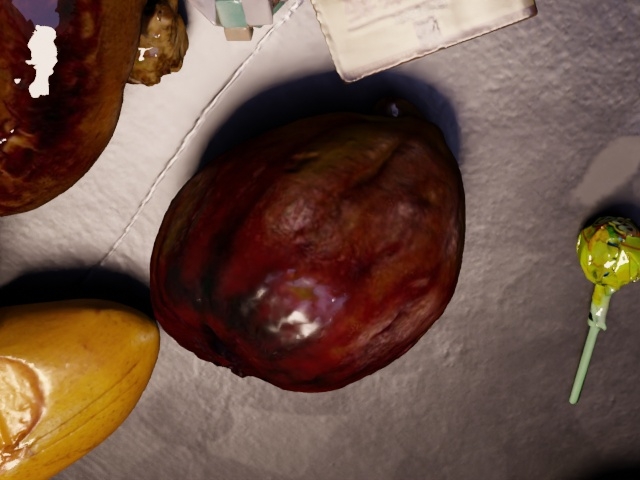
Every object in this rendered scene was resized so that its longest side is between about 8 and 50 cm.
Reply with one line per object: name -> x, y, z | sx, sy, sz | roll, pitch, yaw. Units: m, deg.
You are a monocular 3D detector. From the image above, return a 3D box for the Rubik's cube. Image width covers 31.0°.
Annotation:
Rubik's cube -> -0.056, -0.191, 0.866 | 0.073, 0.075, 0.084 | 48, 122, 2

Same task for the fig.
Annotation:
fig -> -0.004, 0.012, 0.884 | 0.263, 0.224, 0.224 | -27, 111, 4

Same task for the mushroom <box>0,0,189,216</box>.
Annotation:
mushroom -> -0.239, -0.155, 0.833 | 0.278, 0.163, 0.297 | 12, 117, -5

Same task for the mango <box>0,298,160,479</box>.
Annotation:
mango -> -0.248, 0.129, 0.975 | 0.252, 0.126, 0.154 | -30, 121, 4

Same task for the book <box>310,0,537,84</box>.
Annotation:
book -> 0.048, -0.248, 0.850 | 0.161, 0.026, 0.230 | -17, 108, 17

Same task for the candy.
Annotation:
candy -> 0.241, 0.066, 1.003 | 0.062, 0.058, 0.194 | 27, 127, 32
